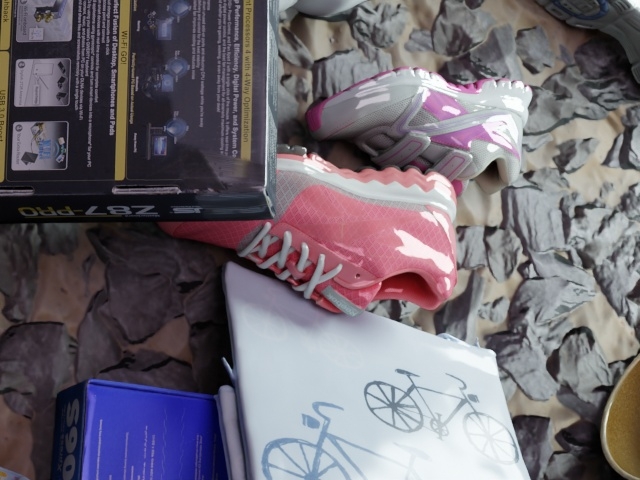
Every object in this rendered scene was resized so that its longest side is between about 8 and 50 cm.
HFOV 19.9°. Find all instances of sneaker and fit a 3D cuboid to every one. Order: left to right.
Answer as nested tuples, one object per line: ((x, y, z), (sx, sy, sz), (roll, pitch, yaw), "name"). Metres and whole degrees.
((0.001, 0.000, 1.654), (0.314, 0.116, 0.136), (4, 64, -29), "sneaker")
((0.104, -0.098, 1.760), (0.252, 0.103, 0.111), (1, 75, -29), "sneaker")
((0.360, -0.248, 1.946), (0.297, 0.111, 0.129), (39, 56, -16), "sneaker")

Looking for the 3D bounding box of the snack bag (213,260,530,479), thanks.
((0.050, 0.173, 1.606), (0.323, 0.037, 0.342), (20, 34, -25), "snack bag")

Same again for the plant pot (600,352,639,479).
((0.447, 0.225, 1.817), (0.254, 0.237, 0.237), (48, 59, -26), "plant pot")

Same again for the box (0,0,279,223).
((-0.194, -0.213, 1.538), (0.318, 0.097, 0.395), (-2, 75, 5), "box")

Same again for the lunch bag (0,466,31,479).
((-0.271, 0.221, 1.493), (0.083, 0.053, 0.071), (29, 66, -31), "lunch bag")

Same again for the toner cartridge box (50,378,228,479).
((-0.146, 0.300, 1.529), (0.165, 0.075, 0.348), (11, 72, -26), "toner cartridge box")

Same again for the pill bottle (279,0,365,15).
((0.031, -0.318, 1.733), (0.318, 0.176, 0.176), (-28, 92, -32), "pill bottle")
